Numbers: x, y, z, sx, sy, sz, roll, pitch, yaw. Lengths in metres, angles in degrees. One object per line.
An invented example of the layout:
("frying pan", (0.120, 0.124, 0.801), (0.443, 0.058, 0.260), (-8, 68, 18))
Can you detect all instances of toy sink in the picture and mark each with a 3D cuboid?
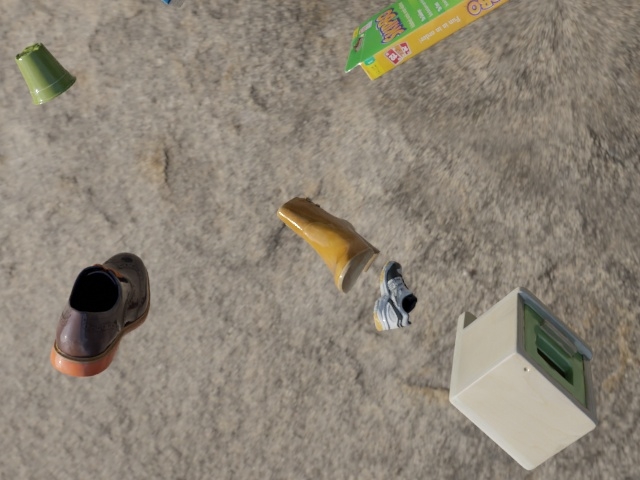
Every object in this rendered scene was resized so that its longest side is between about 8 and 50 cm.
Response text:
("toy sink", (0.285, 0.170, 1.229), (0.153, 0.234, 0.131), (43, 116, -8))

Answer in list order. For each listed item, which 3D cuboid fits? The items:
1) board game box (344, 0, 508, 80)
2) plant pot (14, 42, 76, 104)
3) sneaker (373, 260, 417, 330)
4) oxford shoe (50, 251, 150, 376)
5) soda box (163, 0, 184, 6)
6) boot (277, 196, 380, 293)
("board game box", (0.144, -0.274, 1.017), (0.259, 0.124, 0.039), (-24, 120, 26))
("plant pot", (-0.460, -0.280, 1.452), (0.083, 0.083, 0.079), (-16, 124, 18))
("sneaker", (0.074, 0.052, 0.824), (0.037, 0.083, 0.032), (-4, 133, 17))
("oxford shoe", (-0.279, 0.070, 1.176), (0.097, 0.271, 0.098), (12, 115, -4))
("soda box", (-0.187, -0.329, 1.063), (0.071, 0.210, 0.067), (34, 97, -12))
("boot", (0.001, -0.001, 1.737), (0.211, 0.295, 0.104), (33, 102, 7))
